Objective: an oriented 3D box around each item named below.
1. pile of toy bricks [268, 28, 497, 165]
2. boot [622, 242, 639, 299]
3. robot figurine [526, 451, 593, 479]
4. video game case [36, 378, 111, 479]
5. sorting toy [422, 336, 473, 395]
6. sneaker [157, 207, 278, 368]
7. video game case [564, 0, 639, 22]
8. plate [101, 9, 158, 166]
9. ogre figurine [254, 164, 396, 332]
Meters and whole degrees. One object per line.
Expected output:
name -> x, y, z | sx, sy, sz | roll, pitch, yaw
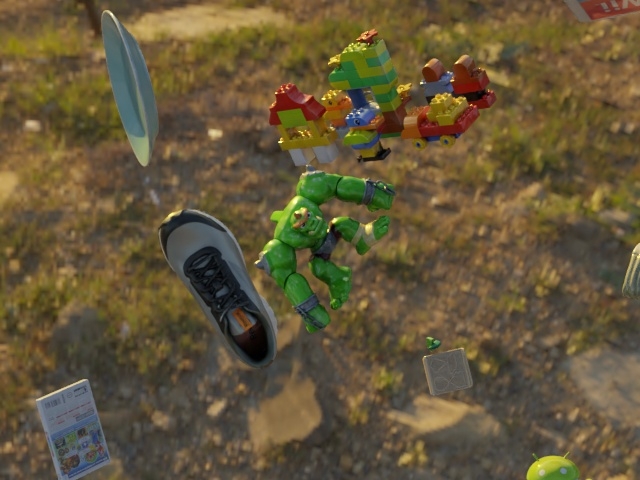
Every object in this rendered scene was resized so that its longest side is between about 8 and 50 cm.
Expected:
pile of toy bricks -> 0.053, -0.145, 1.246 | 0.212, 0.105, 0.118 | -3, 32, 40
boot -> 0.600, 0.022, 2.169 | 0.165, 0.077, 0.213 | 14, 62, 45
robot figurine -> 0.289, 0.318, 1.640 | 0.101, 0.067, 0.115 | -5, 90, 5
video game case -> -0.336, 0.261, 1.819 | 0.011, 0.122, 0.087 | -9, 8, 41
sorting toy -> 0.177, 0.173, 1.885 | 0.062, 0.012, 0.083 | -14, 76, 7
sneaker -> -0.135, 0.069, 1.906 | 0.100, 0.272, 0.108 | -33, 22, -1
video game case -> 0.221, -0.208, 0.813 | 0.204, 0.285, 0.025 | -8, 76, 24
plate -> -0.219, -0.179, 1.564 | 0.024, 0.188, 0.188 | -16, 51, -15
ogre figurine -> 0.000, 0.000, 1.589 | 0.118, 0.197, 0.097 | 30, 8, -15
